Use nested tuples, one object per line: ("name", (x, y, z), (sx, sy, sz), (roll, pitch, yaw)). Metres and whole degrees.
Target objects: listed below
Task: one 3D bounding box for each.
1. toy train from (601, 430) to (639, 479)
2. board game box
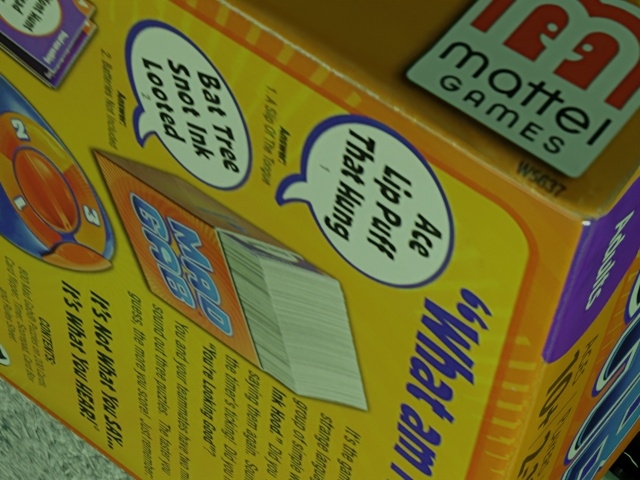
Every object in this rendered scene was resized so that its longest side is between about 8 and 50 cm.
("toy train", (0.181, 0.129, 1.024), (0.334, 0.142, 0.190), (49, 161, -9))
("board game box", (0.025, -0.107, 0.667), (0.356, 0.356, 0.356), (34, 150, 18))
